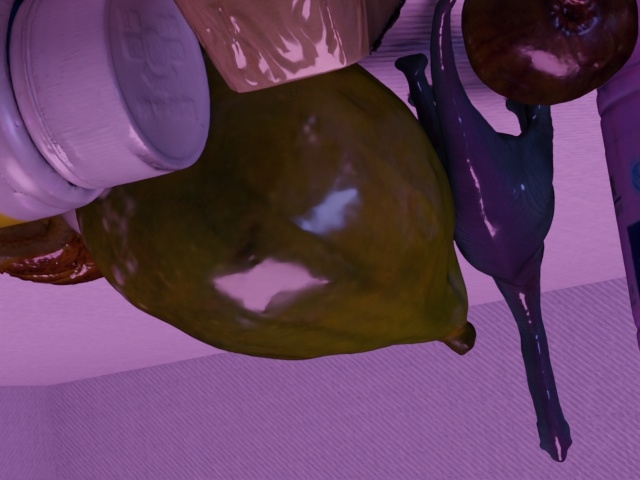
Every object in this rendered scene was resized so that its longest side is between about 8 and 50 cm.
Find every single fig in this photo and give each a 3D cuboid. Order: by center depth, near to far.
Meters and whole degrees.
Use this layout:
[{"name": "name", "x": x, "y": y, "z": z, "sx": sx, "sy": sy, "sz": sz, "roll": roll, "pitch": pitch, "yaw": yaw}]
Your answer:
[{"name": "fig", "x": 0.138, "y": -0.135, "z": 0.774, "sx": 0.109, "sy": 0.103, "sz": 0.155, "roll": 32, "pitch": 174, "yaw": -7}, {"name": "fig", "x": -0.010, "y": -0.028, "z": 0.868, "sx": 0.233, "sy": 0.233, "sz": 0.314, "roll": -16, "pitch": 166, "yaw": 38}]

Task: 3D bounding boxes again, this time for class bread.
[{"name": "bread", "x": -0.252, "y": -0.011, "z": 1.148, "sx": 0.132, "sy": 0.103, "sz": 0.172, "roll": -7, "pitch": 172, "yaw": 8}]

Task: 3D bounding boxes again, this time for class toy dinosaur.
[{"name": "toy dinosaur", "x": 0.152, "y": 0.018, "z": 0.949, "sx": 0.129, "sy": 0.330, "sz": 0.383, "roll": -12, "pitch": 170, "yaw": 12}]

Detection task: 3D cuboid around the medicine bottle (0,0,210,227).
[{"name": "medicine bottle", "x": -0.207, "y": -0.077, "z": 0.729, "sx": 0.258, "sy": 0.143, "sz": 0.143, "roll": -12, "pitch": 168, "yaw": 20}]

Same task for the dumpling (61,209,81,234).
[{"name": "dumpling", "x": -0.158, "y": -0.061, "z": 0.983, "sx": 0.188, "sy": 0.108, "sz": 0.127, "roll": 13, "pitch": 140, "yaw": -14}]

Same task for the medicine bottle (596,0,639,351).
[{"name": "medicine bottle", "x": 0.285, "y": -0.052, "z": 0.873, "sx": 0.152, "sy": 0.254, "sz": 0.152, "roll": -7, "pitch": 169, "yaw": -1}]

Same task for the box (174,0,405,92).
[{"name": "box", "x": -0.013, "y": -0.139, "z": 0.564, "sx": 0.111, "sy": 0.111, "sz": 0.177, "roll": -11, "pitch": -159, "yaw": 19}]
